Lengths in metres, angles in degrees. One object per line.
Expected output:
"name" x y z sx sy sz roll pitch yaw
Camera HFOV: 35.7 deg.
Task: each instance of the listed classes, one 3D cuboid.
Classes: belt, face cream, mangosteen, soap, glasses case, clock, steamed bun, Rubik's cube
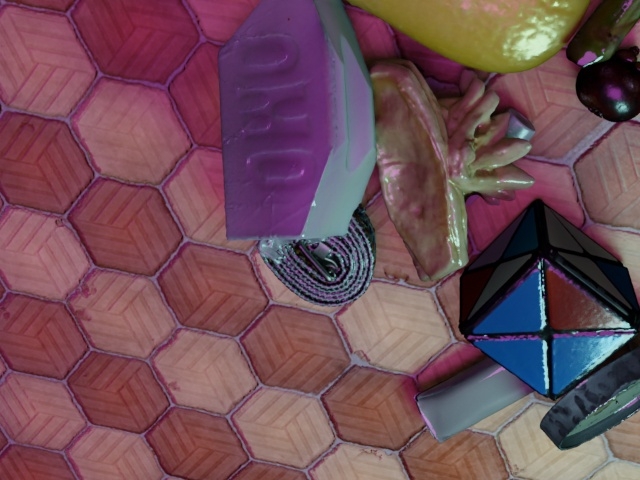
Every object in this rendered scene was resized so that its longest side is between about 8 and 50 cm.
"belt" 0.000 0.000 1.977 0.207 0.150 0.257 -35 107 16
"face cream" 0.317 -0.159 1.887 0.084 0.057 0.198 39 117 -1
"mangosteen" 0.524 -0.282 1.758 0.140 0.140 0.140 4 118 8
"soap" -0.045 -0.226 1.767 0.261 0.156 0.446 -1 92 33
"glasses case" 0.345 0.311 2.118 0.308 0.083 0.128 -34 101 24
"clock" 0.578 0.309 1.967 0.312 0.312 0.061 -47 60 27
"steamed bun" 0.236 -0.158 1.817 0.247 0.189 0.428 -12 101 54
"soap" 0.255 -0.464 1.706 0.427 0.115 0.306 26 115 -5
"Rubik's cube" 0.433 0.112 1.901 0.246 0.250 0.248 37 115 -10

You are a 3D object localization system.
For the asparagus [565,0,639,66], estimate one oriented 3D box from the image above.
"asparagus" 0.542 -0.435 1.676 0.085 0.082 0.343 23 110 -39
